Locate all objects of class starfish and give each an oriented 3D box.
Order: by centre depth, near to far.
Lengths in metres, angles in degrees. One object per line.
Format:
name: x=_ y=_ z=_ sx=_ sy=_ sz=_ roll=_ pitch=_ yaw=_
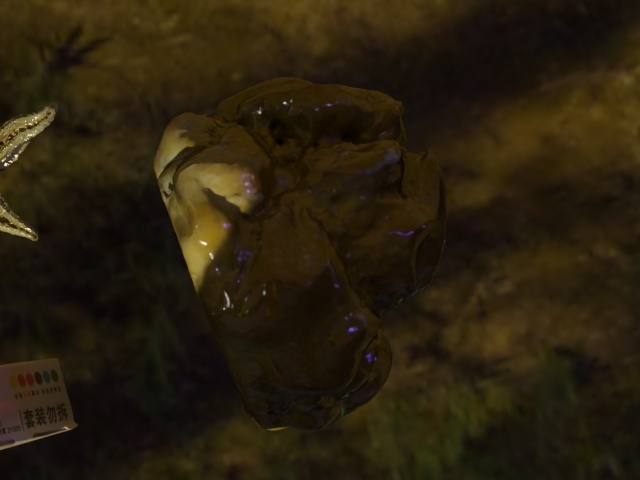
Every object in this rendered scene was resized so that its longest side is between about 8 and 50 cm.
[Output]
starfish: x=-0.314 y=-0.059 z=1.632 sx=0.208 sy=0.176 sz=0.053 roll=-47 pitch=158 yaw=20

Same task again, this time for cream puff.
cream puff: x=0.001 y=0.001 z=1.651 sx=0.257 sy=0.324 sz=0.291 roll=-25 pitch=117 yaw=-1

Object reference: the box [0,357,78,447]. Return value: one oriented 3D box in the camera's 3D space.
box: x=-0.433 y=0.201 z=1.913 sx=0.274 sy=0.091 sz=0.221 roll=-16 pitch=174 yaw=24
